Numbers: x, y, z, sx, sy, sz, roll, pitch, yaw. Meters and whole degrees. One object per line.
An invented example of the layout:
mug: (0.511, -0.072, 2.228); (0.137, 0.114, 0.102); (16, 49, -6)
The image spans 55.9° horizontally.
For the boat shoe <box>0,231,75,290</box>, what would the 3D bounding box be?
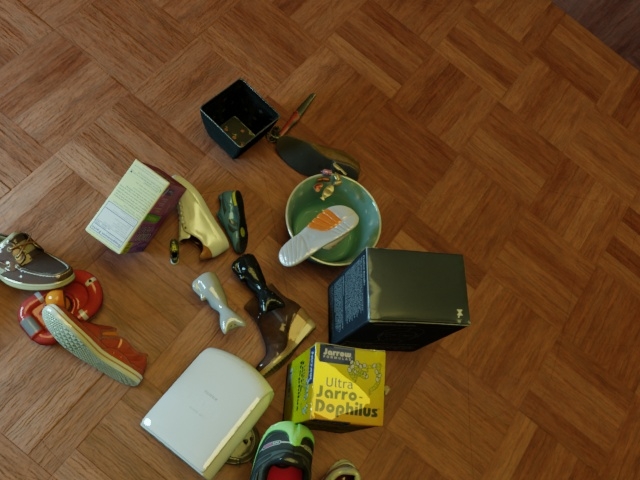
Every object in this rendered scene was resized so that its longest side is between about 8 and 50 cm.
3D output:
boat shoe: (-0.830, 0.036, 1.638); (0.342, 0.123, 0.123); (17, 31, 14)

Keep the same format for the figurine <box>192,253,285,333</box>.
figurine: (-0.242, 0.165, 1.791); (0.215, 0.092, 0.209); (-26, 56, -22)

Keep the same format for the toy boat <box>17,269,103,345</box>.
toy boat: (-0.715, 0.174, 1.660); (0.231, 0.151, 0.151); (-40, 85, -24)

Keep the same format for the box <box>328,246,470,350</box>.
box: (0.212, 0.188, 1.781); (0.294, 0.395, 0.212); (5, 69, -14)

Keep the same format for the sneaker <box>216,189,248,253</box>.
sneaker: (-0.284, -0.056, 1.925); (0.082, 0.069, 0.209); (-12, 80, 15)

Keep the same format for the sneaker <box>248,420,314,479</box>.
sneaker: (-0.133, 0.706, 1.532); (0.185, 0.202, 0.482); (10, 100, -3)

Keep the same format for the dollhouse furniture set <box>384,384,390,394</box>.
dollhouse furniture set: (0.141, 0.460, 1.871); (0.114, 0.091, 0.081); (40, 105, 26)

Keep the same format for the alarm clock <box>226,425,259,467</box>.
alarm clock: (-0.240, 0.546, 1.705); (0.129, 0.064, 0.192); (-2, 67, -16)

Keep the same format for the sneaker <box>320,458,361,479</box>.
sneaker: (0.017, 0.714, 1.683); (0.103, 0.111, 0.252); (45, 65, 4)

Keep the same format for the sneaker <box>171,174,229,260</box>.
sneaker: (-0.408, -0.069, 1.863); (0.123, 0.106, 0.290); (-32, 82, -26)

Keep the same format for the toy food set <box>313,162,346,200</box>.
toy food set: (0.022, -0.186, 1.900); (0.078, 0.019, 0.122); (44, 73, 4)

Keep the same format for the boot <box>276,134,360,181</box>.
boot: (-0.006, -0.287, 2.082); (0.305, 0.112, 0.115); (24, 36, -2)

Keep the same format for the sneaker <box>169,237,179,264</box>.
sneaker: (-0.447, 0.031, 1.853); (0.031, 0.035, 0.083); (-4, 71, -18)

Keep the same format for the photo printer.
photo printer: (-0.298, 0.458, 1.657); (0.256, 0.107, 0.307); (30, 62, 23)

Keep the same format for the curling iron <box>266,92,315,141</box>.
curling iron: (-0.100, -0.442, 2.125); (0.068, 0.035, 0.274); (34, 63, 13)

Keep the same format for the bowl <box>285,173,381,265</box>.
bowl: (0.023, -0.042, 1.943); (0.312, 0.163, 0.311); (6, 68, -14)

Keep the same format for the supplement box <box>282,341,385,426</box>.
supplement box: (0.028, 0.418, 1.664); (0.194, 0.356, 0.195); (9, 68, -12)

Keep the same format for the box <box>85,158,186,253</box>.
box: (-0.522, -0.093, 1.736); (0.117, 0.213, 0.243); (36, 90, 0)

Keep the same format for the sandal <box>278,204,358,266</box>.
sandal: (-0.006, -0.008, 1.800); (0.265, 0.076, 0.102); (-34, 66, -3)

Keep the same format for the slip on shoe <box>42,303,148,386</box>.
slip on shoe: (-0.606, 0.271, 1.636); (0.331, 0.123, 0.101); (44, 48, -26)

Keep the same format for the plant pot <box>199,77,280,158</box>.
plant pot: (-0.275, -0.381, 1.985); (0.188, 0.167, 0.187); (44, 65, 3)

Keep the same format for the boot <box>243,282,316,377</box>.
boot: (-0.160, 0.273, 1.833); (0.207, 0.090, 0.248); (39, 67, 15)
